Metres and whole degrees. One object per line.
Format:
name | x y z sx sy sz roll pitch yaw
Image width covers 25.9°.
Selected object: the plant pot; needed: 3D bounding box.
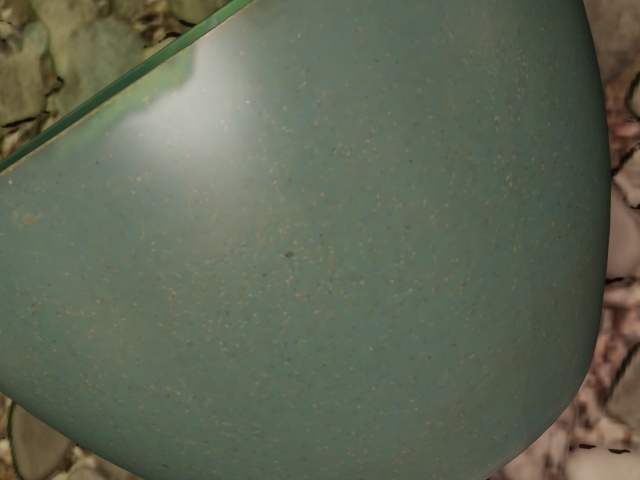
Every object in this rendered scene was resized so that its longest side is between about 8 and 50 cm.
plant pot | 0.000 0.000 0.556 0.290 0.290 0.195 -30 101 22
